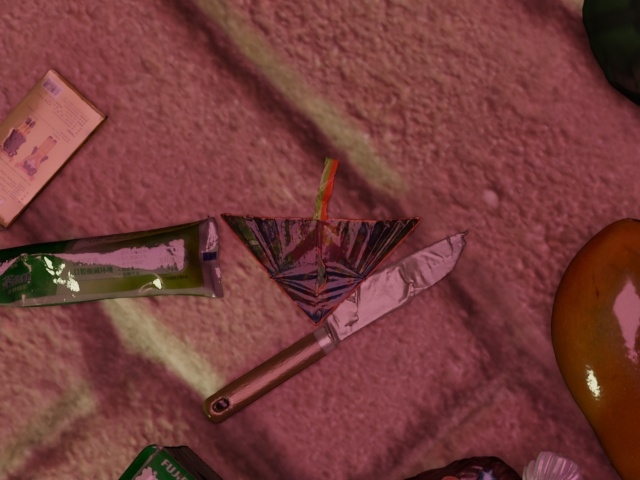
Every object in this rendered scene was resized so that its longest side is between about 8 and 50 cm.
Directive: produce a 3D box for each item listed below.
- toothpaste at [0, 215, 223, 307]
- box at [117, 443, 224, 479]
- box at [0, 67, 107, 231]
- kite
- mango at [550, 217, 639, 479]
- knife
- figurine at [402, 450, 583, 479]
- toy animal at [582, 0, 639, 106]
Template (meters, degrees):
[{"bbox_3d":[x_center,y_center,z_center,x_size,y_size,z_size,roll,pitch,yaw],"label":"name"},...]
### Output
[{"bbox_3d":[-0.215,0.027,1.686,0.248,0.047,0.078,-6,92,1],"label":"toothpaste"},{"bbox_3d":[-0.101,0.265,1.566,0.180,0.250,0.103,42,85,4],"label":"box"},{"bbox_3d":[-0.275,-0.085,1.704,0.073,0.020,0.149,43,91,3],"label":"box"},{"bbox_3d":[0.000,0.000,1.684,0.190,0.010,0.159,0,80,5],"label":"kite"},{"bbox_3d":[0.280,0.107,1.621,0.138,0.113,0.253,-8,94,-1],"label":"mango"},{"bbox_3d":[0.014,0.075,1.683,0.298,0.017,0.047,-32,76,2],"label":"knife"},{"bbox_3d":[0.172,0.260,1.615,0.240,0.116,0.175,2,98,7],"label":"figurine"},{"bbox_3d":[0.391,-0.243,1.586,0.338,0.191,0.216,-30,87,2],"label":"toy animal"}]
